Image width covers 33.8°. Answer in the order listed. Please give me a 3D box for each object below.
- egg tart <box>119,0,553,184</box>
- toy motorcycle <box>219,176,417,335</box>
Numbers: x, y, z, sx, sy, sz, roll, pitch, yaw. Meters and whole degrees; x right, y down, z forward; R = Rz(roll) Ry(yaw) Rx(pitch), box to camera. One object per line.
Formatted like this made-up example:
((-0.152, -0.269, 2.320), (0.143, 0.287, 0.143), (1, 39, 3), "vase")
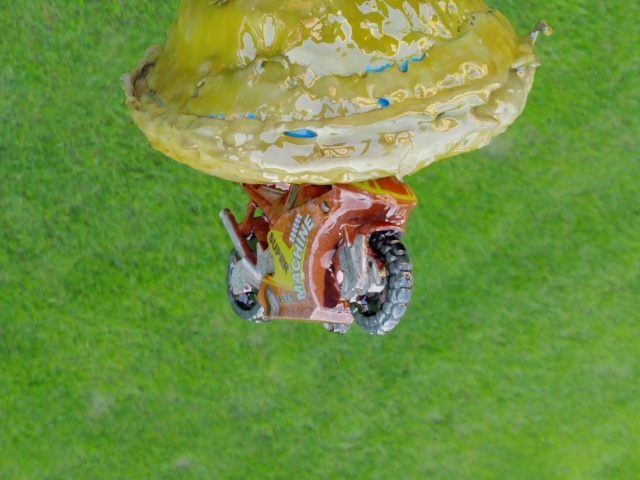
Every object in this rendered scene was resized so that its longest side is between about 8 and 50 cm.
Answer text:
((0.008, -0.180, 0.941), (0.388, 0.388, 0.169), (-11, 117, -11), "egg tart")
((-0.001, 0.002, 0.952), (0.089, 0.298, 0.171), (2, 88, -32), "toy motorcycle")
